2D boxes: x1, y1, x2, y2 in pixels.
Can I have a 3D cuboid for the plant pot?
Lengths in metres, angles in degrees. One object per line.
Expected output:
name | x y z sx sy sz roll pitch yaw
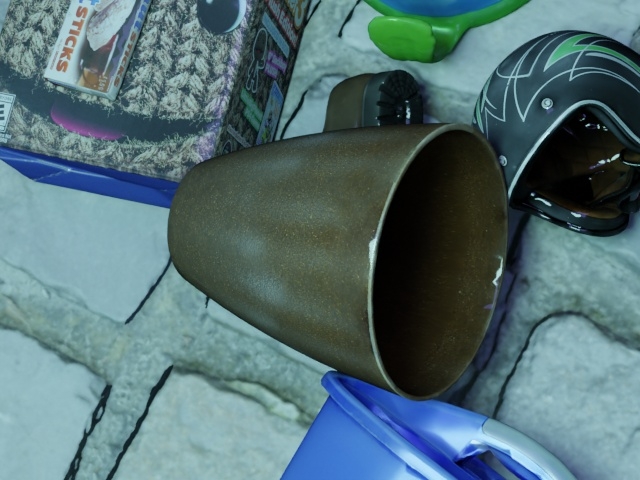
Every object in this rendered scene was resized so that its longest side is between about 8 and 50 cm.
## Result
plant pot | 0.000 0.000 1.262 0.230 0.215 0.215 10 79 33

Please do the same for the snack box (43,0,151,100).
snack box | -0.179 -0.212 1.363 0.064 0.022 0.178 16 81 17

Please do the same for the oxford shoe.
oxford shoe | 0.031 -0.036 1.404 0.096 0.083 0.227 2 80 40

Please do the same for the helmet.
helmet | 0.208 -0.096 1.319 0.162 0.169 0.169 21 81 -3

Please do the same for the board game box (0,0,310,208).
board game box | -0.151 -0.187 1.438 0.232 0.141 0.291 11 79 15

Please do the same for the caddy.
caddy | 0.120 0.231 1.224 0.341 0.241 0.179 36 93 18

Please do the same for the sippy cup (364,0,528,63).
sippy cup | 0.100 -0.328 1.372 0.240 0.224 0.305 -28 73 6
